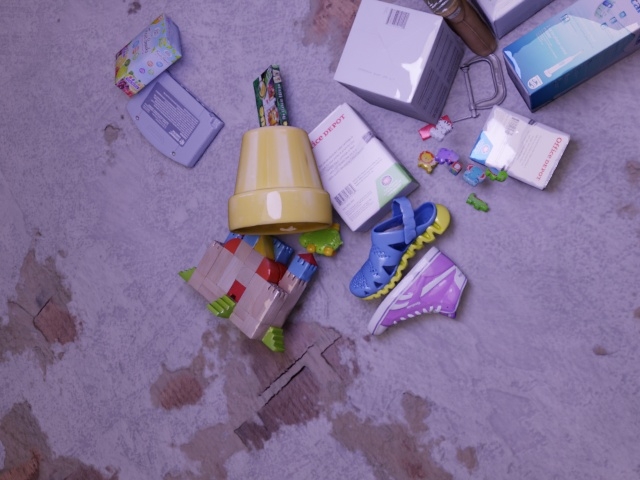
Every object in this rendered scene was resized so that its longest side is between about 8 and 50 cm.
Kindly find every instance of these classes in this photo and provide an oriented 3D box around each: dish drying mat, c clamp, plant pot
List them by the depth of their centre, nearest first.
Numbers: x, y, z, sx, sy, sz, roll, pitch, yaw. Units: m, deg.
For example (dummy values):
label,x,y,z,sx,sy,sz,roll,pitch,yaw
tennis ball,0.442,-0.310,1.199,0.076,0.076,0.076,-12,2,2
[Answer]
label,x,y,z,sx,sy,sz,roll,pitch,yaw
plant pot,-0.103,-0.144,1.498,0.254,0.254,0.239,-6,84,21
c clamp,0.388,-0.384,1.520,0.137,0.022,0.161,-6,88,20
dish drying mat,0.293,-0.288,1.565,0.083,0.008,0.032,-27,80,18

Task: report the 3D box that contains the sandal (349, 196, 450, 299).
label,x,y,z,sx,sy,sz,roll,pitch,yaw
sandal,0.172,0.008,1.531,0.317,0.138,0.126,-52,30,8

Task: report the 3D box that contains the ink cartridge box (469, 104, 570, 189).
label,x,y,z,sx,sy,sz,roll,pitch,yaw
ink cartridge box,0.474,-0.219,1.457,0.190,0.082,0.140,28,100,17

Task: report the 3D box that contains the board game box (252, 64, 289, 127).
label,x,y,z,sx,sy,sz,roll,pitch,yaw
board game box,-0.131,-0.332,1.674,0.136,0.030,0.260,-17,82,63

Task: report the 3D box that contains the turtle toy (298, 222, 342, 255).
label,x,y,z,sx,sy,sz,roll,pitch,yaw
turtle toy,0.000,0.000,1.646,0.130,0.066,0.095,8,69,22

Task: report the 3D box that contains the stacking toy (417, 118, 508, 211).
label,x,y,z,sx,sy,sz,roll,pitch,yaw
stacking toy,0.339,-0.178,1.471,0.221,0.167,0.052,39,71,13

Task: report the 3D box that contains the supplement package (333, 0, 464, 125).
label,x,y,z,sx,sy,sz,roll,pitch,yaw
supplement package,0.195,-0.419,1.461,0.199,0.262,0.198,24,98,22

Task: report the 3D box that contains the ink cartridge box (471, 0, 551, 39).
label,x,y,z,sx,sy,sz,roll,pitch,yaw
ink cartridge box,0.472,-0.690,1.430,0.309,0.130,0.272,-33,77,17

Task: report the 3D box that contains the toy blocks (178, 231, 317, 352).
label,x,y,z,sx,sy,sz,roll,pitch,yaw
toy blocks,-0.183,0.084,1.655,0.381,0.190,0.261,34,95,34

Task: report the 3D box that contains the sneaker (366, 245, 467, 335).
label,x,y,z,sx,sy,sz,roll,pitch,yaw
sneaker,0.250,0.169,1.538,0.161,0.102,0.282,43,106,9

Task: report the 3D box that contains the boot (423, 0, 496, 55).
label,x,y,z,sx,sy,sz,roll,pitch,yaw
boot,0.292,-0.562,1.429,0.089,0.269,0.236,-33,70,27

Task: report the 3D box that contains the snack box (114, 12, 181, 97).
label,x,y,z,sx,sy,sz,roll,pitch,yaw
snack box,-0.508,-0.545,1.794,0.207,0.070,0.174,-32,46,16

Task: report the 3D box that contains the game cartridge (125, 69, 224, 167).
label,x,y,z,sx,sy,sz,roll,pitch,yaw
game cartridge,-0.442,-0.363,1.820,0.294,0.060,0.196,44,101,15

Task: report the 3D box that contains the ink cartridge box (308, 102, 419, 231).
label,x,y,z,sx,sy,sz,roll,pitch,yaw
ink cartridge box,0.090,-0.186,1.585,0.198,0.115,0.273,-41,76,16

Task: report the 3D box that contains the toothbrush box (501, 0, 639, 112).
label,x,y,z,sx,sy,sz,roll,pitch,yaw
toothbrush box,0.569,-0.429,1.349,0.295,0.216,0.126,-30,80,19
